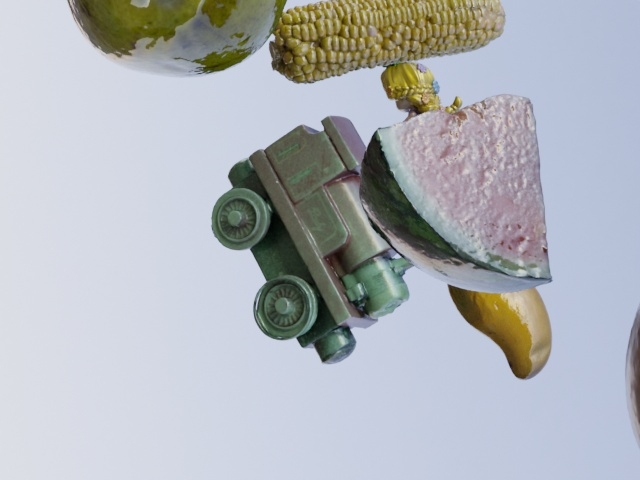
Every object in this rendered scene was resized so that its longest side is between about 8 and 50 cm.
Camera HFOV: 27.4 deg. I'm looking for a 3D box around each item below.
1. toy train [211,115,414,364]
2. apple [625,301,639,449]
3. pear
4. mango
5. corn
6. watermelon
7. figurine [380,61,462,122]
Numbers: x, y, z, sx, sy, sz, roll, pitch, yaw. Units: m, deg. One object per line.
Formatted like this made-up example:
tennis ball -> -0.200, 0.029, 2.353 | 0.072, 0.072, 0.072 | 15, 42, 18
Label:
toy train -> 0.000, 0.000, 1.728 | 0.221, 0.150, 0.304 | -32, -104, 15
apple -> 0.399, 0.121, 1.075 | 0.345, 0.269, 0.344 | 27, -39, 25
pear -> -0.148, -0.291, 1.347 | 0.307, 0.253, 0.253 | -103, -159, -72
mango -> 0.232, 0.085, 1.673 | 0.190, 0.098, 0.075 | 53, -3, 4
corn -> 0.082, -0.252, 1.594 | 0.101, 0.292, 0.101 | 172, -90, -83
watermelon -> 0.145, -0.041, 1.260 | 0.207, 0.136, 0.202 | 29, -73, 13
figurine -> 0.164, -0.251, 2.147 | 0.115, 0.095, 0.156 | -21, -97, 20
